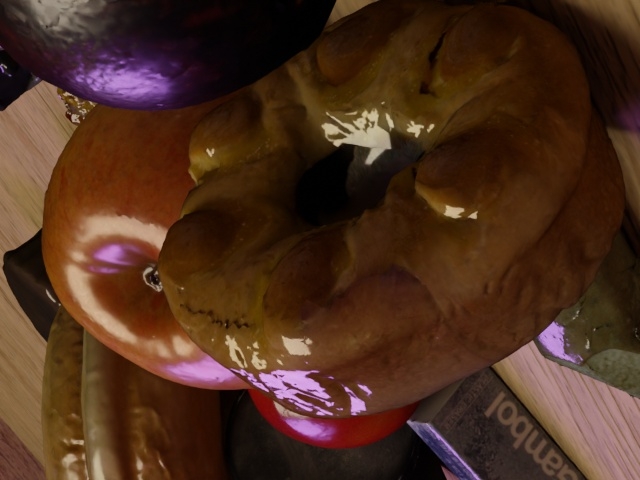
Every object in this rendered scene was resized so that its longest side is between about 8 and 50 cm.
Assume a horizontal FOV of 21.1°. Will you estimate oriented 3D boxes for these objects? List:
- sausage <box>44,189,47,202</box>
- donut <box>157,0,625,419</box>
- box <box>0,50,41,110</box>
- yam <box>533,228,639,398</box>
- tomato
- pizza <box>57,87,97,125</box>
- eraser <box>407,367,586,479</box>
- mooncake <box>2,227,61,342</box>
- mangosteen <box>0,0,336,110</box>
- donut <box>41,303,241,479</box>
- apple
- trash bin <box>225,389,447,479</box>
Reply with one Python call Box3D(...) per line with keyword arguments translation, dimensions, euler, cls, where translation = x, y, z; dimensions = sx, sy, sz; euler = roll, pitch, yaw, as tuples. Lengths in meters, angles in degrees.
Box3D(translation=(-0.247, 0.017, 2.099), dimensions=(0.136, 0.120, 0.241), euler=(44, 167, 49), cls="sausage")
Box3D(translation=(0.044, -0.023, 1.172), dimensions=(0.317, 0.299, 0.150), euler=(3, 146, 39), cls="donut")
Box3D(translation=(-0.493, -0.313, 1.946), dimensions=(0.350, 0.091, 0.359), euler=(22, 149, 46), cls="box")
Box3D(translation=(0.207, 0.049, 1.312), dimensions=(0.106, 0.106, 0.259), euler=(15, 145, 54), cls="yam")
Box3D(translation=(0.014, 0.118, 1.680), dimensions=(0.195, 0.195, 0.136), euler=(32, 125, 30), cls="tomato")
Box3D(translation=(-0.208, -0.107, 1.857), dimensions=(0.127, 0.058, 0.246), euler=(24, 152, 43), cls="pizza")
Box3D(translation=(0.187, 0.219, 1.709), dimensions=(0.212, 0.092, 0.046), euler=(48, 158, -16), cls="eraser")
Box3D(translation=(-0.332, 0.079, 2.394), dimensions=(0.228, 0.124, 0.228), euler=(42, 160, 20), cls="mooncake")
Box3D(translation=(-0.118, -0.216, 1.081), dimensions=(0.297, 0.297, 0.293), euler=(45, 118, -4), cls="mangosteen")
Box3D(translation=(-0.177, 0.184, 1.907), dimensions=(0.198, 0.449, 0.449), euler=(-4, 145, 10), cls="donut")
Box3D(translation=(-0.076, -0.013, 1.431), dimensions=(0.299, 0.275, 0.299), euler=(25, 129, 35), cls="apple")
Box3D(translation=(0.033, 0.259, 1.891), dimensions=(0.203, 0.252, 0.301), euler=(12, 157, 20), cls="trash bin")
